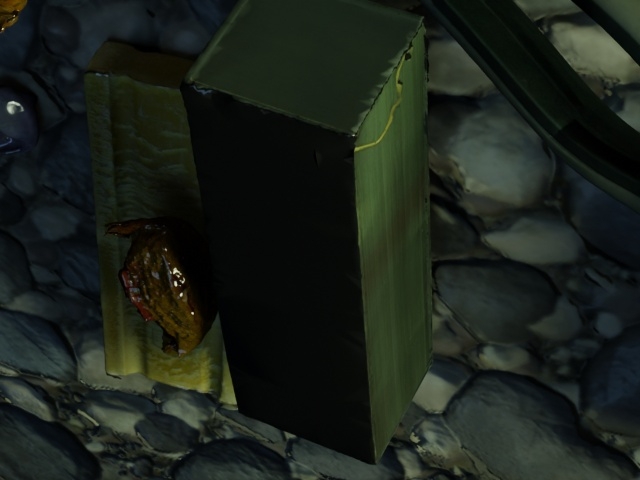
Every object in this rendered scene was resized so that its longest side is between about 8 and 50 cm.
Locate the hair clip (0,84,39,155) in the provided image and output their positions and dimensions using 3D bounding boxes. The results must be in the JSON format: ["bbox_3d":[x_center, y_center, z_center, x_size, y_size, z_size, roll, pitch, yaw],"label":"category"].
[{"bbox_3d":[-0.296,-0.060,0.872,0.278,0.090,0.137,2,127,21],"label":"hair clip"}]

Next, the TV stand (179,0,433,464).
[{"bbox_3d":[0.000,0.000,0.784,0.088,0.083,0.269,20,145,19],"label":"TV stand"}]

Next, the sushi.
[{"bbox_3d":[-0.081,0.019,0.834,0.047,0.050,0.099,-4,125,19],"label":"sushi"}]

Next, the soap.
[{"bbox_3d":[-0.077,-0.002,0.877,0.092,0.037,0.252,14,138,8],"label":"soap"}]

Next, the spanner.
[{"bbox_3d":[0.156,-0.027,0.646,0.325,0.040,0.096,48,141,11],"label":"spanner"}]

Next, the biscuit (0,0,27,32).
[{"bbox_3d":[-0.244,-0.156,0.701,0.254,0.035,0.254,21,169,4],"label":"biscuit"}]
